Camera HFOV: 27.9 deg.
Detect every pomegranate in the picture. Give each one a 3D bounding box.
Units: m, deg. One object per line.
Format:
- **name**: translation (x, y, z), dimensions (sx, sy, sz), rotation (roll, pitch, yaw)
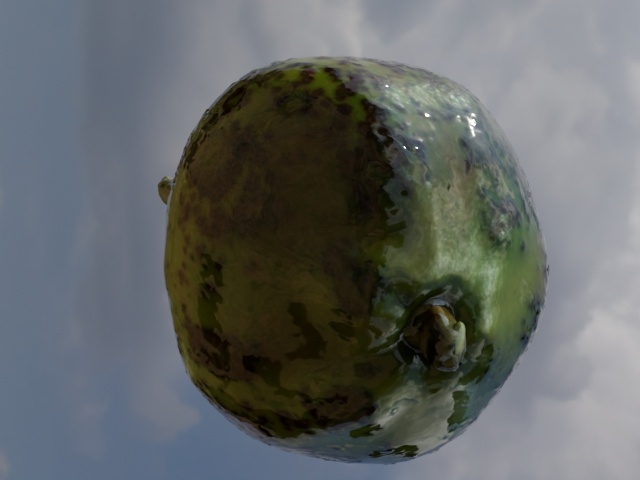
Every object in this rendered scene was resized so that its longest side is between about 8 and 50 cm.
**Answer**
- **pomegranate**: translation (-0.014, 0.001, 0.716), dimensions (0.277, 0.204, 0.222), rotation (21, -70, 27)
